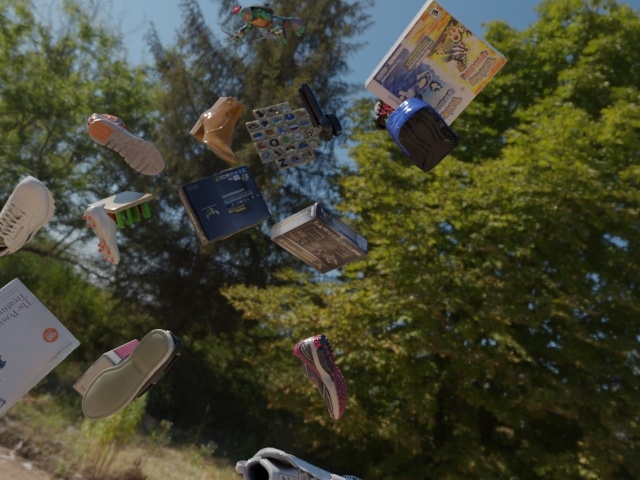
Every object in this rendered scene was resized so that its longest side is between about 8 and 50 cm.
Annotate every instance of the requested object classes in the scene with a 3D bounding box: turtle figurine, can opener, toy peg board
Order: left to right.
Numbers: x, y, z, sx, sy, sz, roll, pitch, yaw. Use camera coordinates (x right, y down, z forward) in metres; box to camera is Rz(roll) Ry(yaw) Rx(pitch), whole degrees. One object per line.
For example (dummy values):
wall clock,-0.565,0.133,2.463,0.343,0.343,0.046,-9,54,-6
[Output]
toy peg board,-0.683,-0.104,1.934,0.161,0.161,0.079,9,-63,36
turtle figurine,-0.169,-0.643,1.667,0.175,0.118,0.234,15,18,41
can opener,-0.012,-0.366,1.604,0.186,0.073,0.059,57,-39,8

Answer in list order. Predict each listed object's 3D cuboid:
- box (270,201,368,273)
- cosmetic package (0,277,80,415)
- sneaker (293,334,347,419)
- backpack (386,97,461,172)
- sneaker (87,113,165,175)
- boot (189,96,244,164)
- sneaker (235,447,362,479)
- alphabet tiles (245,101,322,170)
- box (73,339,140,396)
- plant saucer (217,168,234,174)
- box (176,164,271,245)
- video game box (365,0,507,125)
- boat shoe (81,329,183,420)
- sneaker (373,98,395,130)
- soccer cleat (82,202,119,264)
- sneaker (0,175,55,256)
box,0.000,0.000,1.640,0.183,0.056,0.231,-25,-46,36
cosmetic package,-0.963,0.339,1.654,0.097,0.377,0.284,-17,-65,48
sneaker,0.009,0.461,1.885,0.112,0.299,0.121,-17,7,18
backpack,0.177,-0.201,1.036,0.120,0.098,0.101,36,10,-39
sneaker,-0.742,-0.388,2.158,0.321,0.124,0.180,40,9,-36
boot,-0.349,-0.422,2.080,0.295,0.211,0.104,38,-4,36
sneaker,-0.025,0.588,1.297,0.366,0.137,0.210,11,-20,28
alphabet tiles,-0.164,-0.472,2.506,0.285,0.342,0.011,-19,-24,-13
box,-0.638,0.426,1.777,0.127,0.148,0.232,44,5,3
plant saucer,-0.393,-0.149,2.374,0.311,0.310,0.050,8,-9,39
box,-0.287,-0.108,1.683,0.059,0.233,0.183,-27,-92,55
video game box,0.221,-0.329,1.095,0.187,0.048,0.205,31,-60,-16
boat shoe,-0.516,0.376,1.562,0.127,0.340,0.113,45,7,22
sneaker,0.173,-0.335,1.436,0.063,0.074,0.170,6,-14,-6
soccer cleat,-0.630,-0.019,1.660,0.068,0.076,0.196,10,-52,33
sneaker,-0.655,-0.043,1.210,0.090,0.095,0.235,41,-55,-3
